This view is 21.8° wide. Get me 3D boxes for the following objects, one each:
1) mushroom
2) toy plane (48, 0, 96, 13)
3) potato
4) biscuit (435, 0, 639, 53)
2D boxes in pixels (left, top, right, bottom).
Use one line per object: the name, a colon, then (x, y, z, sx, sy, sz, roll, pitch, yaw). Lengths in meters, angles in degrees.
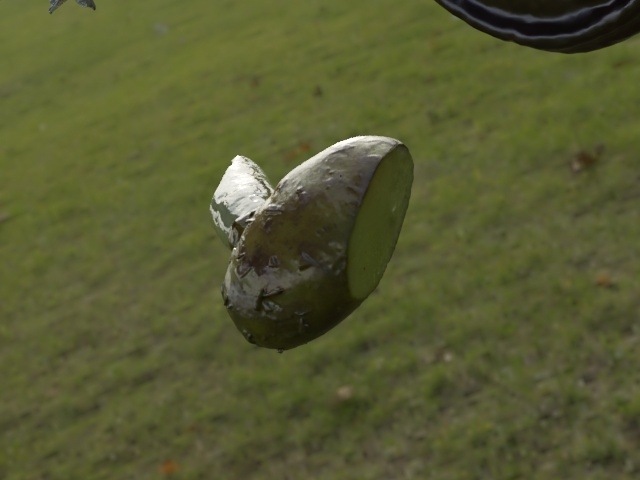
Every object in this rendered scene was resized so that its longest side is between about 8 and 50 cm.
mushroom: (-0.103, -0.044, 2.316, 0.107, 0.087, 0.333, -9, 20, -11)
toy plane: (-0.262, -0.318, 1.828, 0.182, 0.107, 0.273, -42, -13, -42)
potato: (0.000, 0.000, 1.952, 0.298, 0.176, 0.141, -54, -26, 12)
biscuit: (0.159, -0.342, 1.321, 0.091, 0.407, 0.407, -30, 16, -39)
